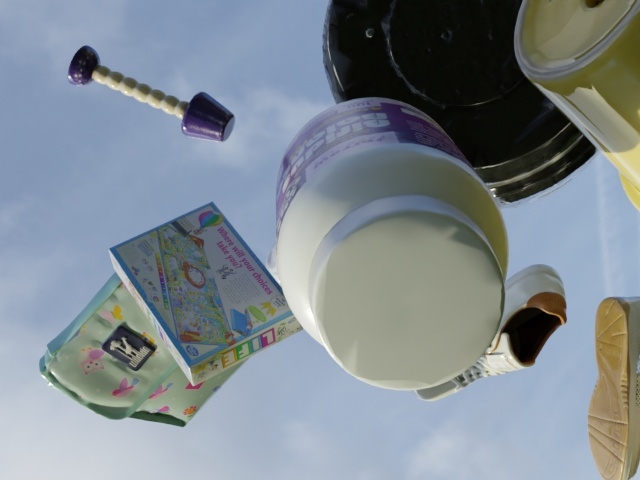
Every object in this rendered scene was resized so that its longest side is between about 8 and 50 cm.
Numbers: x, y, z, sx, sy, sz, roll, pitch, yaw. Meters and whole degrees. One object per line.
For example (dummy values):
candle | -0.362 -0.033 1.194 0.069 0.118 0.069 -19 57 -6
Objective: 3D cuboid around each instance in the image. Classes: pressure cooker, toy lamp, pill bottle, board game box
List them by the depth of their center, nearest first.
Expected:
pill bottle | 0.049 -0.005 0.811 0.301 0.169 0.169 -100 10 -73
board game box | -0.098 0.040 0.888 0.103 0.154 0.026 -26 -40 -19
pressure cooker | 0.220 -0.235 1.412 0.420 0.370 0.375 14 -86 -77
toy lamp | -0.266 -0.230 1.680 0.080 0.275 0.080 -63 -9 -18

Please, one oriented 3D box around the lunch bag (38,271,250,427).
lunch bag | -0.229 0.132 1.453 0.223 0.160 0.262 -46 -34 14

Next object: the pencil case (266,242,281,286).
pencil case | 0.000 0.000 1.848 0.114 0.273 0.124 -2 -120 -28

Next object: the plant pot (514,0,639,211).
plant pot | 0.287 -0.137 0.791 0.239 0.254 0.254 25 -100 -24

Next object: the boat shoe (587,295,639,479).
boat shoe | 0.442 0.213 1.482 0.096 0.098 0.277 -4 -76 -20

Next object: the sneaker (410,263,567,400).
sneaker | 0.233 0.157 1.525 0.106 0.290 0.123 35 -153 -21
